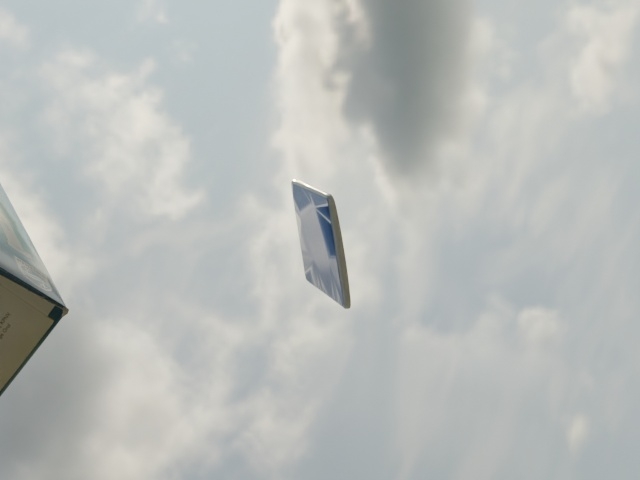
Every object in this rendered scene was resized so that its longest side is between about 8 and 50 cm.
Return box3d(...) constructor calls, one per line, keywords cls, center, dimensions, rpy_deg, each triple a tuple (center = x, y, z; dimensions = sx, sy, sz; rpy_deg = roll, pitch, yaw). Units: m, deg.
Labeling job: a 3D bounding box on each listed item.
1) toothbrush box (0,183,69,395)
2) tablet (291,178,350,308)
box3d(cls="toothbrush box", center=(-0.283, 0.035, 0.755), dimensions=(0.126, 0.295, 0.216), rpy_deg=(37, -86, -30))
box3d(cls="tablet", center=(0.000, 0.000, 0.642), dimensions=(0.006, 0.083, 0.054), rpy_deg=(-11, -80, -12))
